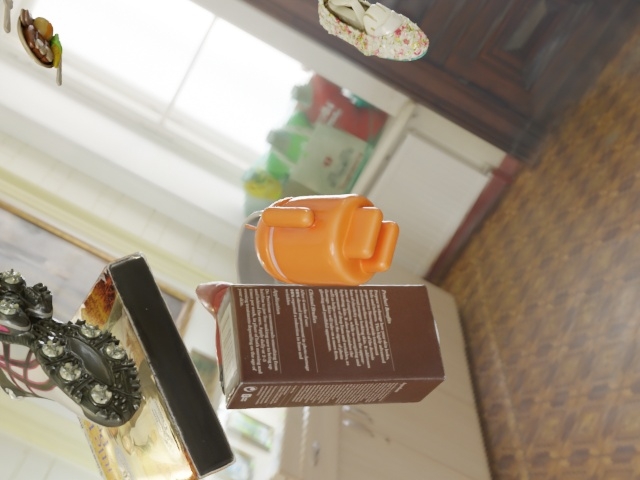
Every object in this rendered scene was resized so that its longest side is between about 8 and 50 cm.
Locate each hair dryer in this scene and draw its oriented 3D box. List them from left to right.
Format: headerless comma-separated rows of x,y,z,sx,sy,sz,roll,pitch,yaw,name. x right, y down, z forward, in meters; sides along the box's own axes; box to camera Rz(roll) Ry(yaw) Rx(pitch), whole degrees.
-0.229,0.198,2.044,0.224,0.080,0.294,-59,39,35,hair dryer

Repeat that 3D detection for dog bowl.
-0.067,0.064,1.882,0.265,0.104,0.265,20,115,52,dog bowl

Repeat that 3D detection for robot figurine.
0.001,0.001,1.266,0.219,0.128,0.158,0,14,38,robot figurine

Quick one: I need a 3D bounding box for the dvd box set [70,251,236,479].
-0.278,0.231,1.337,0.062,0.308,0.420,-19,-12,-32,dvd box set

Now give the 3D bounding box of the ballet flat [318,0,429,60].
0.075,-0.362,1.517,0.241,0.077,0.091,30,69,39,ballet flat

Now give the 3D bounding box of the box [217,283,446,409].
0.015,0.188,1.642,0.143,0.381,0.191,119,148,-56,box

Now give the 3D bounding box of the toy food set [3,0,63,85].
-0.584,-0.422,1.902,0.038,0.192,0.132,-22,54,13,toy food set

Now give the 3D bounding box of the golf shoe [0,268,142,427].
-0.321,0.147,1.092,0.105,0.272,0.120,-21,-41,-52,golf shoe
